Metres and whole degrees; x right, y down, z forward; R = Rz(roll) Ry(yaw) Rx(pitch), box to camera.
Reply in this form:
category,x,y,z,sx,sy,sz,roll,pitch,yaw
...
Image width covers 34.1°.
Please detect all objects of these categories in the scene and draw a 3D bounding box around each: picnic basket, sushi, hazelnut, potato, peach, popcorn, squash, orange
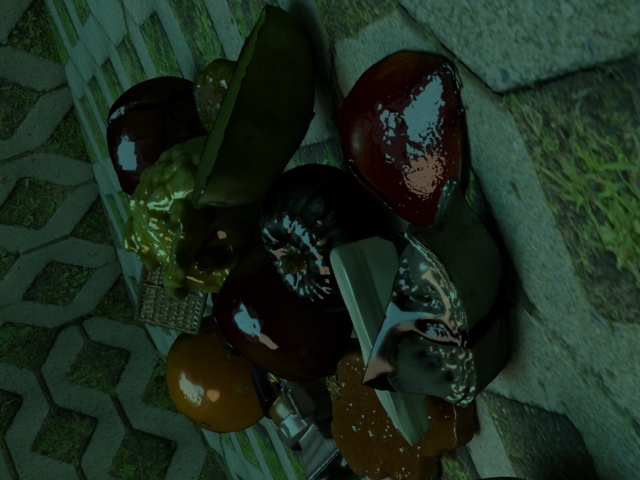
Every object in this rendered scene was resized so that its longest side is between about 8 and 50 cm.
category,x,y,z,sx,sy,sz,roll,pitch,yaw
picnic basket,-0.264,0.047,1.956,0.154,0.134,0.196,-81,5,-53
sushi,0.146,0.068,1.084,0.109,0.134,0.273,38,134,31
hazelnut,-0.044,0.103,1.492,0.229,0.229,0.229,56,160,32
hazelnut,-0.271,-0.180,1.889,0.218,0.218,0.234,-150,46,-64
potato,-0.070,-0.153,1.305,0.160,0.111,0.272,159,130,-75
peach,0.081,-0.102,1.110,0.189,0.068,0.279,59,161,18
popcorn,-0.181,-0.030,1.697,0.237,0.293,0.293,25,138,42
squash,0.004,-0.002,1.331,0.193,0.156,0.193,40,168,10
orange,-0.196,0.270,2.144,0.246,0.246,0.246,56,160,32

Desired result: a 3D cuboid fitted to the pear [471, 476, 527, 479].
category,x,y,z,sx,sy,sz,roll,pitch,yaw
pear,0.187,0.394,1.064,0.314,0.314,0.314,56,160,32

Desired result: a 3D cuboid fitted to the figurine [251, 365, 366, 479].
category,x,y,z,sx,sy,sz,roll,pitch,yaw
figurine,-0.025,0.284,1.806,0.308,0.143,0.308,52,157,33

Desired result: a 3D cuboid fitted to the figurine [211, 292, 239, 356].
category,x,y,z,sx,sy,sz,roll,pitch,yaw
figurine,-0.132,0.108,1.966,0.145,0.145,0.222,40,153,56

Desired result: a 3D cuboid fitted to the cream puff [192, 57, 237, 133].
category,x,y,z,sx,sy,sz,roll,pitch,yaw
cream puff,-0.108,-0.205,1.500,0.146,0.116,0.146,26,135,29

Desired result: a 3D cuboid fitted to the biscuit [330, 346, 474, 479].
category,x,y,z,sx,sy,sz,roll,pitch,yaw
biscuit,0.101,0.226,1.418,0.202,0.047,0.334,58,147,19

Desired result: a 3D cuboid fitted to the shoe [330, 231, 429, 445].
category,x,y,z,sx,sy,sz,roll,pitch,yaw
shoe,0.103,0.113,1.242,0.265,0.110,0.095,69,170,-17

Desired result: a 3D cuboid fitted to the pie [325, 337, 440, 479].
category,x,y,z,sx,sy,sz,roll,pitch,yaw
pie,0.093,0.268,1.575,0.274,0.055,0.274,49,155,33
